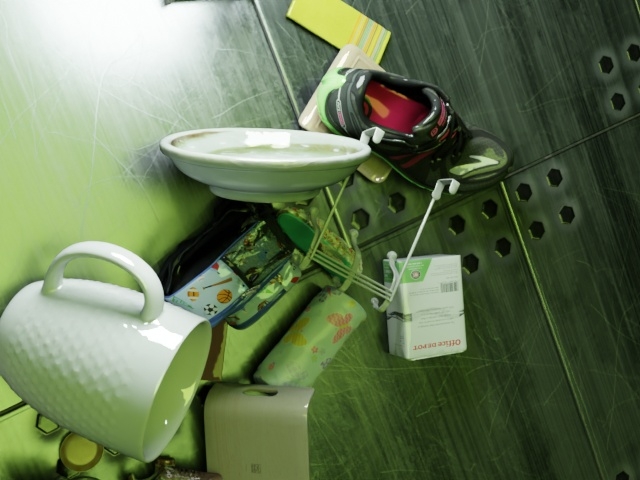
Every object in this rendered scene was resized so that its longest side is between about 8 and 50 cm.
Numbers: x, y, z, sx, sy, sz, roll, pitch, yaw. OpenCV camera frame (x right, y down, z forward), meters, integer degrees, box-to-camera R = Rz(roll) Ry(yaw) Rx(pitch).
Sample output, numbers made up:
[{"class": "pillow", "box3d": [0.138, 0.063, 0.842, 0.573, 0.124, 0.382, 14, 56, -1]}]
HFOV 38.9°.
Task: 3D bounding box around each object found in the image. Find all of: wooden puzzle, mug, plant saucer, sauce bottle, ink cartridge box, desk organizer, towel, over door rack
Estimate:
[{"class": "wooden puzzle", "box3d": [0.092, -0.277, 1.994, 0.239, 0.044, 0.221, 35, 77, -21]}, {"class": "mug", "box3d": [-0.392, 0.170, 1.611, 0.328, 0.276, 0.374, 20, 120, 9]}, {"class": "plant saucer", "box3d": [-0.105, -0.142, 1.732, 0.400, 0.400, 0.100, -4, 107, -24]}, {"class": "sauce bottle", "box3d": [-0.317, 0.500, 1.820, 0.042, 0.042, 0.128, 8, 89, -24]}, {"class": "ink cartridge box", "box3d": [0.233, 0.146, 2.032, 0.160, 0.092, 0.219, -5, 93, -24]}, {"class": "desk organizer", "box3d": [-0.226, 0.221, 1.857, 0.050, 0.047, 0.130, 8, 87, -26]}, {"class": "plant saucer", "box3d": [-0.466, 0.409, 1.768, 0.083, 0.015, 0.083, 0, 91, -23]}, {"class": "towel", "box3d": [0.042, -0.473, 1.989, 0.237, 0.021, 0.102, 28, 76, -21]}, {"class": "over door rack", "box3d": [0.109, -0.042, 1.884, 0.239, 0.108, 0.324, 29, 91, -27]}]

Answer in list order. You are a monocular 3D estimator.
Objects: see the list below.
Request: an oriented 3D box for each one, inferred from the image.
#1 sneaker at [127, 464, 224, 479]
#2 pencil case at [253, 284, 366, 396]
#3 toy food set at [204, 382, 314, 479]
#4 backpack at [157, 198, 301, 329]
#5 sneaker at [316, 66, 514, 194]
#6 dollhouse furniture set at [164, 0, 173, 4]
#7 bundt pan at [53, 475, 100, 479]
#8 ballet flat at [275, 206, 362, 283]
[{"class": "sneaker", "box3d": [-0.285, 0.471, 1.772, 0.188, 0.066, 0.071, -11, 91, -14]}, {"class": "pencil case", "box3d": [-0.019, 0.226, 1.912, 0.273, 0.113, 0.124, -52, 127, -14]}, {"class": "toy food set", "box3d": [-0.112, 0.443, 1.828, 0.220, 0.092, 0.306, 0, 99, 18]}, {"class": "backpack", "box3d": [-0.184, 0.053, 1.775, 0.263, 0.276, 0.213, -37, 104, -6]}, {"class": "sneaker", "box3d": [0.221, -0.223, 1.918, 0.483, 0.202, 0.185, 19, 84, -24]}, {"class": "dollhouse furniture set", "box3d": [-0.184, -0.609, 1.734, 0.198, 0.303, 0.286, -12, 95, -24]}, {"class": "bundt pan", "box3d": [-0.472, 0.623, 1.708, 0.331, 0.124, 0.330, 0, 91, -23]}, {"class": "ballet flat", "box3d": [0.000, 0.000, 1.948, 0.241, 0.091, 0.077, 45, 43, -22]}]
